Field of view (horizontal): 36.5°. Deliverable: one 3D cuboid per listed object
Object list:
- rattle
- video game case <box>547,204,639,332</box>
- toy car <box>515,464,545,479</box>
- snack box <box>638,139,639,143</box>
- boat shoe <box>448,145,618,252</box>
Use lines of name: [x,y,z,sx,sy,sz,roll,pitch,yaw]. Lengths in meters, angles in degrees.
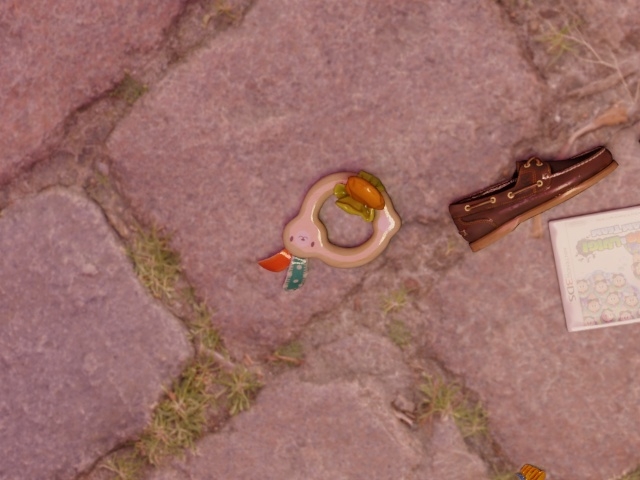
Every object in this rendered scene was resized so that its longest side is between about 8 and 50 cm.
rattle: [0.000,0.000,1.221,0.200,0.143,0.130,-28,108,9]
video game case: [0.371,0.032,1.191,0.157,0.019,0.143,-10,94,14]
toy car: [0.256,0.349,1.257,0.040,0.060,0.122,28,84,53]
snack box: [0.460,-0.091,1.146,0.100,0.037,0.141,-37,87,13]
boat shoe: [0.255,-0.064,1.180,0.207,0.073,0.073,-30,91,15]
